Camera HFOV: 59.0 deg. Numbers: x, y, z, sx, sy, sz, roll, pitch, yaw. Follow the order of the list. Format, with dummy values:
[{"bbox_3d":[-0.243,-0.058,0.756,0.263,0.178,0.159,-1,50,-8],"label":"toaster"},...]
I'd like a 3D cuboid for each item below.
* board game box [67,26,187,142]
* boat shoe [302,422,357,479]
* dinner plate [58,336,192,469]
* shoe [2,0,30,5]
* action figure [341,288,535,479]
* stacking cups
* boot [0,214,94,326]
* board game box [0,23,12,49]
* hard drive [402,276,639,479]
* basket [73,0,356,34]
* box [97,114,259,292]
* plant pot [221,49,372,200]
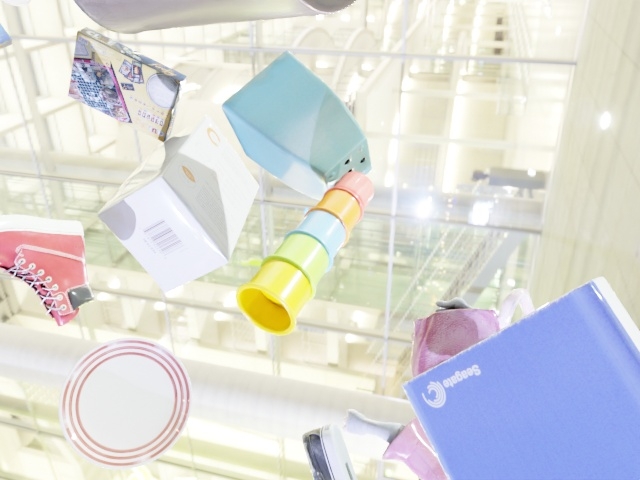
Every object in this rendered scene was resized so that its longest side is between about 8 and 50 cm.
[{"bbox_3d":[-0.439,-0.348,1.279,0.165,0.243,0.042,-61,5,36],"label":"board game box"},{"bbox_3d":[0.030,0.589,1.307,0.306,0.104,0.113,71,-165,13],"label":"boat shoe"},{"bbox_3d":[-0.216,0.180,0.633,0.017,0.141,0.141,143,143,-64],"label":"dinner plate"},{"bbox_3d":[-0.436,-0.386,0.748,0.076,0.058,0.219,-34,-14,-14],"label":"shoe"},{"bbox_3d":[0.198,0.286,0.792,0.248,0.275,0.370,52,-146,-33],"label":"action figure"},{"bbox_3d":[0.000,0.000,0.857,0.316,0.096,0.096,-51,-31,-39],"label":"stacking cups"},{"bbox_3d":[-0.467,0.055,0.905,0.244,0.088,0.176,4,-108,-67],"label":"boot"},{"bbox_3d":[-0.637,-0.341,0.919,0.201,0.035,0.136,-37,-75,-22],"label":"board game box"},{"bbox_3d":[0.210,0.217,0.429,0.040,0.210,0.319,-7,-117,-43],"label":"hard drive"},{"bbox_3d":[-0.076,-0.244,0.417,0.154,0.226,0.205,-10,-62,-51],"label":"basket"},{"bbox_3d":[-0.285,-0.091,1.220,0.215,0.168,0.345,55,-159,-24],"label":"box"},{"bbox_3d":[-0.027,-0.188,1.039,0.165,0.234,0.166,-43,-25,-10],"label":"plant pot"}]
